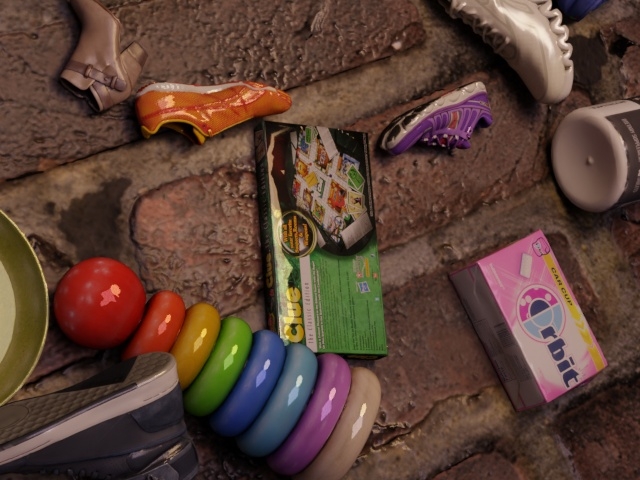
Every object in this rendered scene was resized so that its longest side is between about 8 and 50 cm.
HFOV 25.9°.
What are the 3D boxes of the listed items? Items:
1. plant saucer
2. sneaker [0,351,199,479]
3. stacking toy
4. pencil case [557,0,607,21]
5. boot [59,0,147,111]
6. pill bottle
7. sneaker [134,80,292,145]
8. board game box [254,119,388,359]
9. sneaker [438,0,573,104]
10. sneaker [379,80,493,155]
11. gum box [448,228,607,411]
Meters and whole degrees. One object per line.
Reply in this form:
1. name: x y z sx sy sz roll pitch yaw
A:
1. plant saucer: -0.372 0.060 1.284 0.241 0.037 0.241 9 71 -27
2. sneaker: -0.220 0.216 1.277 0.226 0.086 0.163 -19 114 -16
3. stacking toy: -0.110 0.118 1.372 0.330 0.141 0.141 30 62 -11
4. pencil case: 0.280 -0.417 1.753 0.119 0.133 0.306 -42 97 -4
5. boot: -0.239 -0.194 1.442 0.118 0.042 0.087 42 66 -3
6. pill bottle: 0.416 -0.119 1.733 0.246 0.130 0.130 -14 82 -33
7. sneaker: -0.114 -0.135 1.486 0.175 0.064 0.067 -6 85 -21
8. board game box: 0.000 0.000 1.519 0.136 0.030 0.259 6 71 -30
9. sneaker: 0.207 -0.288 1.697 0.118 0.110 0.292 -26 86 -19
10. sneaker: 0.143 -0.132 1.622 0.170 0.068 0.071 -26 94 -34
11. gum box: 0.242 0.096 1.605 0.107 0.062 0.188 -24 87 -33
